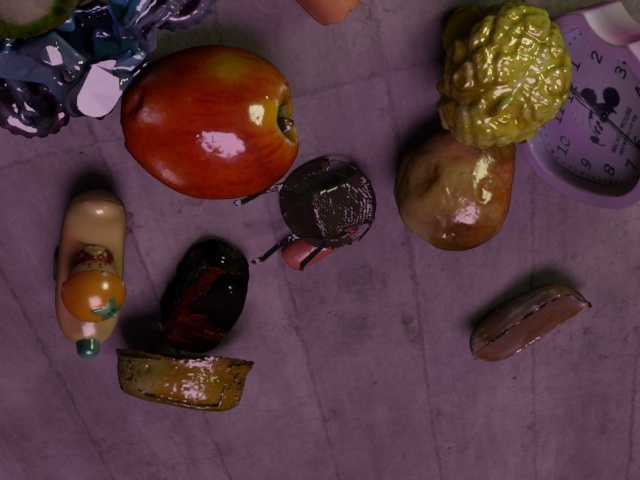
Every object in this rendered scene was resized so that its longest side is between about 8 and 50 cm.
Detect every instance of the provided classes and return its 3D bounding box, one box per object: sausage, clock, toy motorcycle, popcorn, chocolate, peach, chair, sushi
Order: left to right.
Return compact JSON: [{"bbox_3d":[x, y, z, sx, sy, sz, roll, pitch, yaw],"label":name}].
[{"bbox_3d":[-0.353,-0.309,1.563,0.416,0.172,0.232,-31,131,19],"label":"toy motorcycle"},{"bbox_3d":[-0.217,0.106,2.049,0.136,0.126,0.225,13,135,-27],"label":"sushi"},{"bbox_3d":[-0.173,-0.181,1.695,0.281,0.238,0.281,-3,178,0],"label":"peach"},{"bbox_3d":[-0.046,-0.422,1.594,0.086,0.086,0.289,-33,134,18],"label":"sausage"},{"bbox_3d":[-0.017,-0.047,1.939,0.213,0.149,0.174,-28,114,-29],"label":"chair"},{"bbox_3d":[0.000,0.000,2.039,0.154,0.062,0.062,-31,133,15],"label":"sausage"},{"bbox_3d":[0.246,-0.099,1.908,0.214,0.214,0.235,19,120,-30],"label":"peach"},{"bbox_3d":[0.281,-0.267,1.761,0.206,0.251,0.236,-14,103,-14],"label":"popcorn"},{"bbox_3d":[0.429,0.160,2.299,0.261,0.083,0.161,-35,149,20],"label":"chocolate"},{"bbox_3d":[0.467,-0.219,1.802,0.102,0.338,0.338,-24,143,-31],"label":"clock"}]

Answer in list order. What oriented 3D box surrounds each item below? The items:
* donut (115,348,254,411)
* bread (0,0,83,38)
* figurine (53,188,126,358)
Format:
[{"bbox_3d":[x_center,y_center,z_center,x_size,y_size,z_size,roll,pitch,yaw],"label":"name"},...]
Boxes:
[{"bbox_3d":[-0.269,0.269,2.111,0.272,0.107,0.272,7,173,1],"label":"donut"},{"bbox_3d":[-0.422,-0.433,1.327,0.366,0.129,0.381,17,135,19],"label":"bread"},{"bbox_3d":[-0.395,0.057,1.876,0.124,0.222,0.324,4,133,-15],"label":"figurine"}]
